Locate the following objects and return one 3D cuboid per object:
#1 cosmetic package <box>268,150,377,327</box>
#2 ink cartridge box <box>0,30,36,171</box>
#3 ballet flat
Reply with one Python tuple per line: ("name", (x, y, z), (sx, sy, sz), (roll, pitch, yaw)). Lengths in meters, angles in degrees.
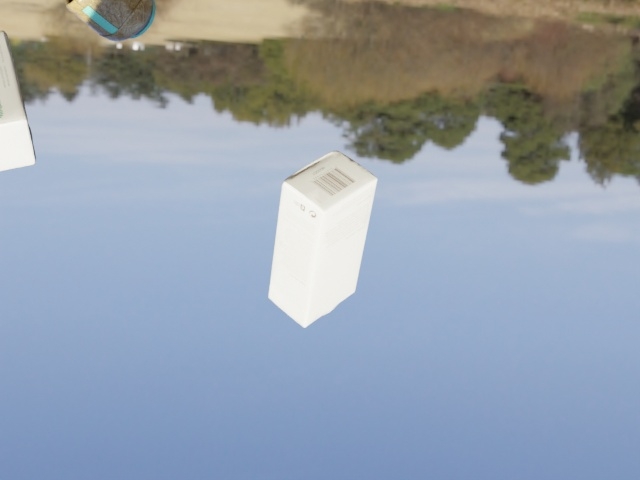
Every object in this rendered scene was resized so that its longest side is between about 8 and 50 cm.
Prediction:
("cosmetic package", (0.000, 0.000, 1.423), (0.085, 0.231, 0.117), (37, -131, 25))
("ink cartridge box", (-0.452, -0.110, 0.959), (0.332, 0.065, 0.165), (-11, -134, -15))
("ballet flat", (-0.292, -0.387, 1.181), (0.116, 0.342, 0.124), (-29, 158, 29))
